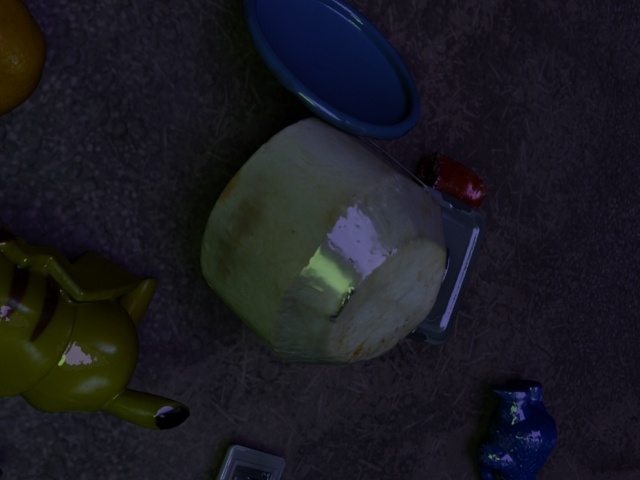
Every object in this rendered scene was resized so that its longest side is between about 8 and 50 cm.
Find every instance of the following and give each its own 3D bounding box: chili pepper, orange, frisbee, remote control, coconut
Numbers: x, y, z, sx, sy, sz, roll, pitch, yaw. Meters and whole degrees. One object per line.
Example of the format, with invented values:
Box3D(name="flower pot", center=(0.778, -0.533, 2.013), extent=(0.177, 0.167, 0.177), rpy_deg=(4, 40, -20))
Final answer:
Box3D(name="chili pepper", center=(0.216, -0.090, 1.217), extent=(0.123, 0.073, 0.070), rpy_deg=(21, 128, -31))
Box3D(name="orange", center=(-0.373, -0.206, 0.782), extent=(0.159, 0.159, 0.136), rpy_deg=(-8, 58, -31))
Box3D(name="frisbee", center=(0.012, -0.240, 0.999), extent=(0.289, 0.049, 0.289), rpy_deg=(25, 42, -25))
Box3D(name="remote control", center=(-0.155, 0.451, 1.071), extent=(0.109, 0.055, 0.313), rpy_deg=(30, 76, -38))
Box3D(name="coconut", center=(0.000, 0.000, 0.973), extent=(0.323, 0.323, 0.323), rpy_deg=(-5, 100, -32))

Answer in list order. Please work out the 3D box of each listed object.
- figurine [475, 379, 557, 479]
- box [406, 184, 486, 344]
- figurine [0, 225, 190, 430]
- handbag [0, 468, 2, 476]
Box3D(name="figurine", center=(0.364, 0.382, 1.347), extent=(0.164, 0.121, 0.262), rpy_deg=(-17, 108, -33))
Box3D(name="box", center=(0.149, 0.036, 1.155), extent=(0.162, 0.130, 0.227), rpy_deg=(23, 83, -32))
Box3D(name="figurine", center=(-0.318, 0.095, 0.851), extent=(0.169, 0.218, 0.327), rpy_deg=(-35, 131, 22))
Box3D(name="handbag", center=(-0.495, 0.305, 0.816), extent=(0.216, 0.074, 0.203), rpy_deg=(38, 77, -31))
